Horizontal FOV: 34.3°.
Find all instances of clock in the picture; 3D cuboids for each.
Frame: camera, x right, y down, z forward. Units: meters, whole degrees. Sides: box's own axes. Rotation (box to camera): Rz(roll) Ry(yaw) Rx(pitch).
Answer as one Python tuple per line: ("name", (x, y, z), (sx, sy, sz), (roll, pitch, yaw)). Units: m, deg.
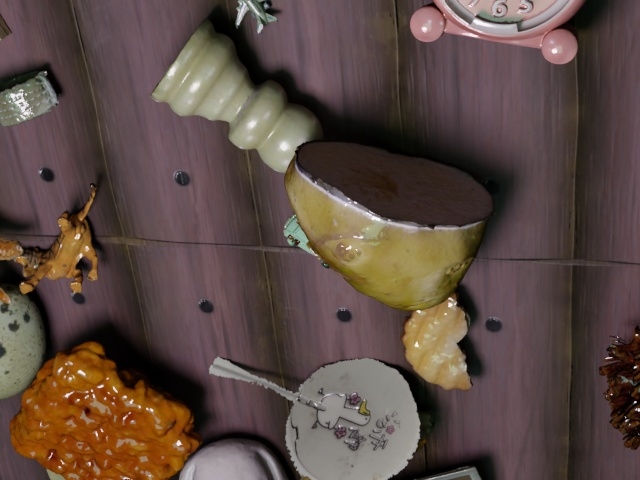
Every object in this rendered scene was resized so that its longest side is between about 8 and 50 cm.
("clock", (0.242, -0.367, 1.316), (0.227, 0.142, 0.241), (11, 113, 11))

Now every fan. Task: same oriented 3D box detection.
("fan", (-0.017, 0.279, 1.774), (0.415, 0.233, 0.012), (21, 160, 28))

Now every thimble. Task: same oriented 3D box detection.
("thimble", (-0.472, -0.226, 1.648), (0.110, 0.084, 0.062), (-17, 116, 12))

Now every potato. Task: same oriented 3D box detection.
("potato", (0.082, -0.008, 1.483), (0.300, 0.246, 0.196), (12, 117, -16))

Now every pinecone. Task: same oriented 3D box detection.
("pinecone", (0.518, 0.211, 1.528), (0.222, 0.221, 0.221), (8, 122, 13))

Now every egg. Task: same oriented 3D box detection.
("egg", (-0.582, 0.181, 1.873), (0.177, 0.177, 0.228), (23, 113, 3))

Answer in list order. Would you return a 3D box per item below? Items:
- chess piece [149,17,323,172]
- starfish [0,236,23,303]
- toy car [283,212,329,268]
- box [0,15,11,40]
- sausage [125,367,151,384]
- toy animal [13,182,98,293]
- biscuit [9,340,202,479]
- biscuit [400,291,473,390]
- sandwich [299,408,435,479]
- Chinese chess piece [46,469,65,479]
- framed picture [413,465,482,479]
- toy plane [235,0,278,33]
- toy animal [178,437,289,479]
("chess piece", (-0.108, -0.196, 1.531), (0.251, 0.144, 0.144), (35, 124, -13))
("starfish", (-0.660, -0.039, 1.792), (0.327, 0.094, 0.375), (-23, 96, 38))
("toy car", (0.000, 0.000, 1.663), (0.122, 0.035, 0.059), (33, 124, -14))
("box", (-0.541, -0.338, 1.631), (0.079, 0.035, 0.083), (-19, 112, 26))
("sausage", (-0.362, 0.294, 1.933), (0.076, 0.076, 0.141), (30, 124, -2))
("toy animal", (-0.423, -0.005, 1.771), (0.114, 0.116, 0.255), (22, 123, -29))
("biscuit", (-0.384, 0.336, 1.857), (0.312, 0.110, 0.318), (31, 123, -8))
("biscuit", (0.190, 0.156, 1.682), (0.118, 0.061, 0.183), (2, 118, 19))
("sandwich", (0.074, 0.350, 1.798), (0.128, 0.122, 0.236), (36, 122, -21))
("Chinese chess piece", (-0.446, 0.436, 2.042), (0.188, 0.083, 0.188), (7, 118, 13))
("framed picture", (0.160, 0.488, 1.842), (0.296, 0.019, 0.232), (-16, 134, 11))
("toy plane", (-0.096, -0.341, 1.491), (0.080, 0.033, 0.083), (-28, 102, 30))
("toy animal", (-0.167, 0.487, 1.921), (0.272, 0.206, 0.265), (-10, 116, -4))
